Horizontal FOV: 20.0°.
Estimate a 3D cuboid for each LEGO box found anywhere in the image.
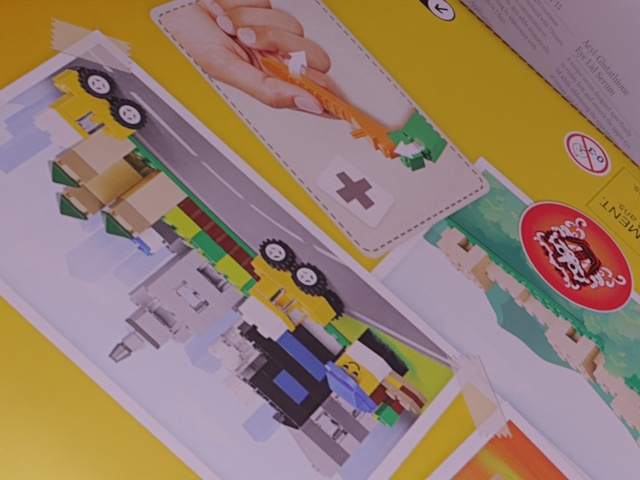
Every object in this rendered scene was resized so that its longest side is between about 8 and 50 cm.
[{"bbox_3d":[0.015,0.121,0.638,0.500,0.193,0.372,44,41,6],"label":"LEGO box"}]

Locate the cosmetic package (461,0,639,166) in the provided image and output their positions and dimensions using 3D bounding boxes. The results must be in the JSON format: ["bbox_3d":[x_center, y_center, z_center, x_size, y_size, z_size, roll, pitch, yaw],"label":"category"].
[{"bbox_3d":[0.116,-0.145,1.219,0.097,0.284,0.377,7,43,-51],"label":"cosmetic package"}]
